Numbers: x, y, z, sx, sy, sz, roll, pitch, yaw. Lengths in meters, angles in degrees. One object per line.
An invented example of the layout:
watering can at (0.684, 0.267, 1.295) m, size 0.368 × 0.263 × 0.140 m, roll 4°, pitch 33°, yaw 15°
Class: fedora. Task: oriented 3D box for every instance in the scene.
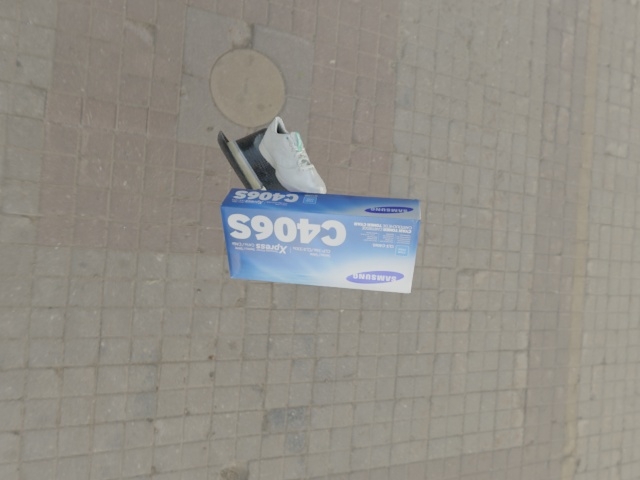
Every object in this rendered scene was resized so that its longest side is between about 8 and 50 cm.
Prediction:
fedora at (-0.139, -0.189, 1.205) m, size 0.153 × 0.334 × 0.334 m, roll -32°, pitch 105°, yaw -1°

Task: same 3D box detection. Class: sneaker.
sneaker at (-0.055, -0.174, 0.888) m, size 0.080 × 0.212 × 0.094 m, roll -13°, pitch 142°, yaw -42°

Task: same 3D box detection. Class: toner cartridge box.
toner cartridge box at (0.000, 0.000, 0.800) m, size 0.348 × 0.075 × 0.165 m, roll 4°, pitch 125°, yaw 7°
